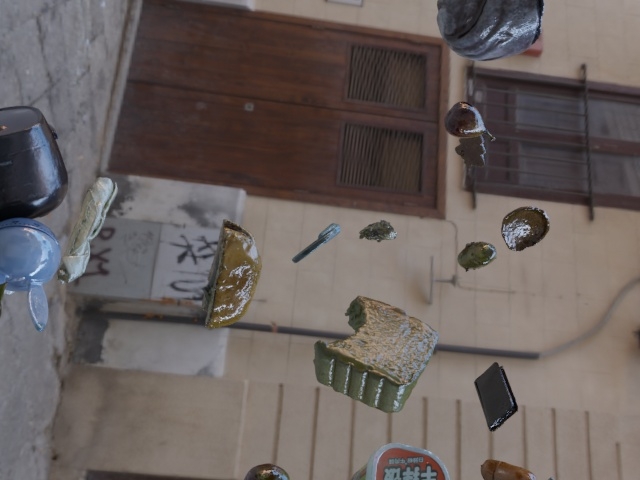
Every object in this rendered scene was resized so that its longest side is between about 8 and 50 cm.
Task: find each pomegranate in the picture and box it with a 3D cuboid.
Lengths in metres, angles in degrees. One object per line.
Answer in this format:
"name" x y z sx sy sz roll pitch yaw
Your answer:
"pomegranate" -0.140 0.631 1.503 0.159 0.130 0.129 79 14 -68

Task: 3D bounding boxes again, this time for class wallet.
"wallet" 0.506 0.449 1.722 0.110 0.031 0.198 -50 -164 23

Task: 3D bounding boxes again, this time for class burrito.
"burrito" -0.338 -0.016 0.862 0.045 0.041 0.185 -36 -143 46

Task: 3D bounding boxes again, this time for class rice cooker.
"rice cooker" -0.703 -0.167 1.332 0.267 0.268 0.224 -91 177 -57

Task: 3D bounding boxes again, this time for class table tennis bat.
"table tennis bat" 0.000 0.000 1.712 0.149 0.038 0.237 -37 -179 33

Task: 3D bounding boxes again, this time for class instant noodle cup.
"instant noodle cup" 0.210 0.803 1.836 0.307 0.294 0.293 123 -24 -51

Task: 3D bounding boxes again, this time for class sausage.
"sausage" 0.386 0.487 1.210 0.183 0.054 0.062 144 -32 -69

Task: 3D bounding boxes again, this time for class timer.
"timer" -0.638 0.073 1.239 0.175 0.176 0.255 105 -13 -60

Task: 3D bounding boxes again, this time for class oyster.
"oyster" 0.235 -0.027 2.403 0.166 0.108 0.053 -14 -132 45

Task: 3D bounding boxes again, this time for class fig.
"fig" 0.364 -0.277 1.431 0.088 0.125 0.089 -61 -172 15

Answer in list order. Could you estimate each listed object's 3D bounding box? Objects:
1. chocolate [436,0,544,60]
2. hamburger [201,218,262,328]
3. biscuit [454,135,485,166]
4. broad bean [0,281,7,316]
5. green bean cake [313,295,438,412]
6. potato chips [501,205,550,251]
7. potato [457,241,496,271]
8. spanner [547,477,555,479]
"chocolate" 0.422 -0.616 1.592 0.303 0.213 0.303 157 -90 -87
"hamburger" -0.212 0.093 1.436 0.124 0.131 0.261 -116 -139 -65
"biscuit" 0.460 -0.283 1.794 0.119 0.019 0.129 43 -36 37
"broad bean" -0.575 0.139 0.952 0.061 0.077 0.339 57 7 -14
"green bean cake" 0.121 0.254 1.327 0.236 0.233 0.124 -42 148 -49
"potato chips" 0.652 -0.046 1.899 0.201 0.150 0.049 52 22 -47
"potato" 0.471 0.043 1.780 0.085 0.105 0.188 57 -1 3
"spanner" 0.483 0.699 1.407 0.301 0.018 0.071 -57 169 -8
